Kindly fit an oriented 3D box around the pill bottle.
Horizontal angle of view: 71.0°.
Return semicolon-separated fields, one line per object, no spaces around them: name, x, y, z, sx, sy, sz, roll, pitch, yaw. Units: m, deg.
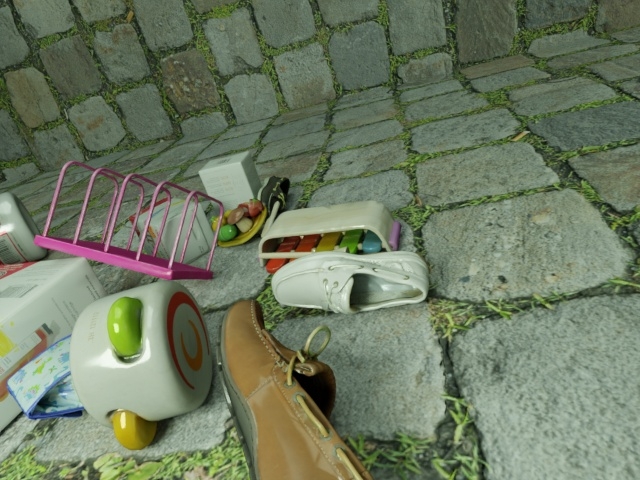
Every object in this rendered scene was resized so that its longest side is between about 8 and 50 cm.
pill bottle;-1.074;0.034;1.330;0.408;0.229;0.229;-28;28;-22

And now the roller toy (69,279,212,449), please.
roller toy;-0.255;0.166;0.652;0.146;0.209;0.191;-16;13;3

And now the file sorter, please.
file sorter;-0.376;-0.039;0.938;0.291;0.182;0.202;13;-3;9

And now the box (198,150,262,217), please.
box;-0.242;-0.147;1.269;0.130;0.170;0.091;-9;29;14

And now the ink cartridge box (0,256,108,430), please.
ink cartridge box;-0.623;0.204;0.818;0.279;0.160;0.384;-4;29;24

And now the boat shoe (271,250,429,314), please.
boat shoe;0.043;0.077;0.755;0.277;0.098;0.096;-9;26;13

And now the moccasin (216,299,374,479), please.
moccasin;-0.033;0.189;0.534;0.147;0.139;0.380;-22;27;-13

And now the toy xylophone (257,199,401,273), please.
toy xylophone;0.000;0.000;0.947;0.323;0.081;0.236;-2;30;27

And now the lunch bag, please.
lunch bag;-0.412;0.222;0.732;0.129;0.096;0.151;10;24;43

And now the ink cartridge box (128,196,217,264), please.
ink cartridge box;-0.379;-0.024;1.158;0.176;0.128;0.127;12;38;45

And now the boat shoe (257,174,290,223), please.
boat shoe;-0.128;-0.121;1.253;0.069;0.081;0.227;-6;32;6

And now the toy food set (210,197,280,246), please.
toy food set;-0.205;-0.058;1.116;0.218;0.071;0.128;-10;47;42
